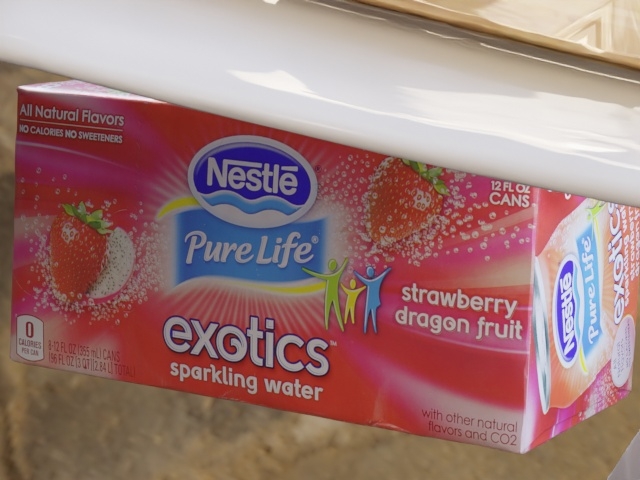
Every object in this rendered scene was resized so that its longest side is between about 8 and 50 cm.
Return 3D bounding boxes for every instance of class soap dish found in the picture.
[{"bbox_3d":[0.012,-0.085,0.515,0.291,0.229,0.118,-138,-119,-81],"label":"soap dish"}]

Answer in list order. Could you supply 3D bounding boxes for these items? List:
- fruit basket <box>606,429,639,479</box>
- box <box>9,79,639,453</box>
[{"bbox_3d":[0.248,0.149,0.742,0.353,0.165,0.327,41,-74,38],"label":"fruit basket"},{"bbox_3d":[0.000,0.000,0.817,0.257,0.122,0.128,8,-79,29],"label":"box"}]
